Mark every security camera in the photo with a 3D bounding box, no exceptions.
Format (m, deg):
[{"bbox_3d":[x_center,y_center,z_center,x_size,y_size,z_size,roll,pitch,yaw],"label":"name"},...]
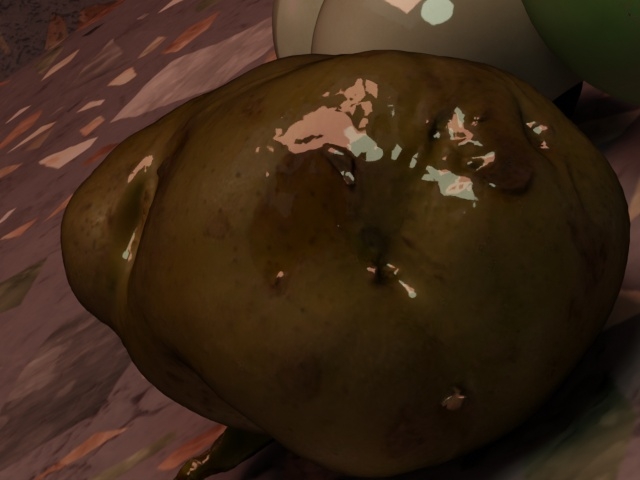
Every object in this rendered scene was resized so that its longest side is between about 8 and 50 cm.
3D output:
[{"bbox_3d":[0.077,-0.126,1.211,0.194,0.194,0.236,-35,20,-3],"label":"security camera"}]

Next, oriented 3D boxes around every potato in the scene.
[{"bbox_3d":[-0.003,0.000,0.970,0.351,0.202,0.218,11,63,53],"label":"potato"}]

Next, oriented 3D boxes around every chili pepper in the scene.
[{"bbox_3d":[-0.004,0.071,1.071,0.208,0.049,0.043,-50,-11,-33],"label":"chili pepper"}]

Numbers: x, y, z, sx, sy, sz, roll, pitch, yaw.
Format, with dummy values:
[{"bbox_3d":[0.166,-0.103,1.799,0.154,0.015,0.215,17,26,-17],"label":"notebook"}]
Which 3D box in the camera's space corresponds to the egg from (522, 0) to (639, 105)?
[{"bbox_3d":[0.221,-0.190,1.057,0.220,0.220,0.270,-17,29,43],"label":"egg"}]
